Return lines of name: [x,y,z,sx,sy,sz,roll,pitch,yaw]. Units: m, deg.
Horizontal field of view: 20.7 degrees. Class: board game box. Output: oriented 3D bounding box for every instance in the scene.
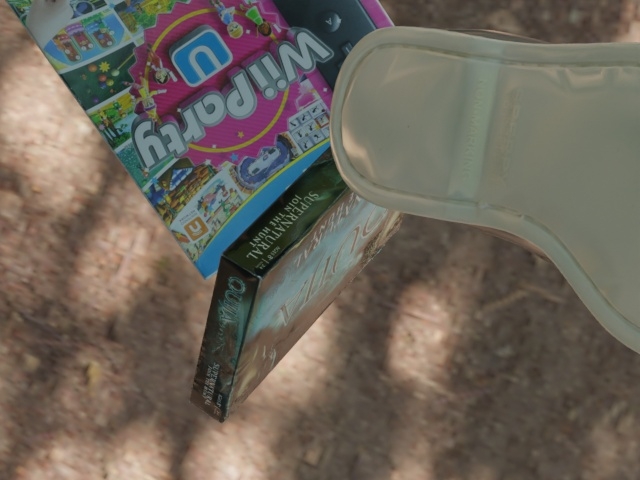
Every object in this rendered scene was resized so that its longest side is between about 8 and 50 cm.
board game box: [0.000,0.000,0.939,0.186,0.026,0.126,-47,162,-38]
board game box: [-0.081,-0.161,1.279,0.224,0.097,0.303,-35,105,0]

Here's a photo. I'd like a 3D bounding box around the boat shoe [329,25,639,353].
boat shoe: [0.135,-0.025,0.726,0.099,0.319,0.116,4,103,-40]
